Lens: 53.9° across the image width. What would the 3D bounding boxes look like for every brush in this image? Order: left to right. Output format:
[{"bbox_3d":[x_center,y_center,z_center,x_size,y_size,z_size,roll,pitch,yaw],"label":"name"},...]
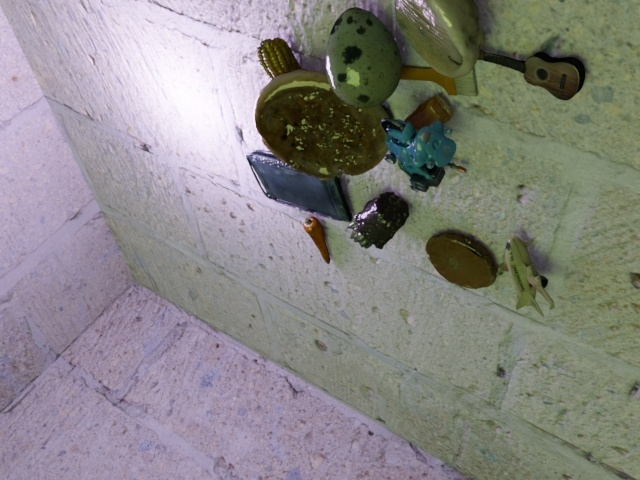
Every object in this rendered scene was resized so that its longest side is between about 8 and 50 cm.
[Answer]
[{"bbox_3d":[0.240,-0.394,1.485,0.272,0.013,0.103,16,141,36],"label":"brush"}]

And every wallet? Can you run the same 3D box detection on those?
[{"bbox_3d":[-0.062,-0.181,2.036,0.342,0.075,0.237,17,148,30],"label":"wallet"}]

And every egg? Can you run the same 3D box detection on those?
[{"bbox_3d":[0.096,-0.420,1.452,0.177,0.177,0.228,11,126,40],"label":"egg"}]

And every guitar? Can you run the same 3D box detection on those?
[{"bbox_3d":[0.412,-0.366,1.307,0.271,0.038,0.083,28,142,30],"label":"guitar"}]

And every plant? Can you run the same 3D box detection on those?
[{"bbox_3d":[0.174,-0.057,1.881,0.129,0.132,0.194,45,144,-2],"label":"plant"}]

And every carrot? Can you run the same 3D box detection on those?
[{"bbox_3d":[0.000,0.000,2.224,0.061,0.061,0.256,16,151,34],"label":"carrot"}]

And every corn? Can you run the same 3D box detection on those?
[{"bbox_3d":[-0.075,-0.413,1.722,0.102,0.102,0.313,5,136,44],"label":"corn"}]

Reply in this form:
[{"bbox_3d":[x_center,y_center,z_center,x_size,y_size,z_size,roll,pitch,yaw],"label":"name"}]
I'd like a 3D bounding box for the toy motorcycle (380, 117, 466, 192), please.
[{"bbox_3d":[0.251,-0.211,1.546,0.182,0.123,0.272,25,169,27],"label":"toy motorcycle"}]

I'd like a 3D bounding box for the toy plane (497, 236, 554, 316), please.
[{"bbox_3d":[0.544,0.087,1.684,0.229,0.092,0.244,45,156,59],"label":"toy plane"}]

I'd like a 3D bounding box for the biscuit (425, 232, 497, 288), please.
[{"bbox_3d":[0.414,0.060,1.852,0.226,0.042,0.226,27,148,19],"label":"biscuit"}]

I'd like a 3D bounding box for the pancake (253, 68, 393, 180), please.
[{"bbox_3d":[0.009,-0.294,1.693,0.382,0.071,0.382,8,143,6],"label":"pancake"}]

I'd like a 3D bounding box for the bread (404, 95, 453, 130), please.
[{"bbox_3d":[0.264,-0.301,1.540,0.074,0.053,0.132,44,152,-6],"label":"bread"}]

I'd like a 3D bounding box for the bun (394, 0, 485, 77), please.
[{"bbox_3d":[0.250,-0.448,1.279,0.210,0.116,0.237,46,171,33],"label":"bun"}]
